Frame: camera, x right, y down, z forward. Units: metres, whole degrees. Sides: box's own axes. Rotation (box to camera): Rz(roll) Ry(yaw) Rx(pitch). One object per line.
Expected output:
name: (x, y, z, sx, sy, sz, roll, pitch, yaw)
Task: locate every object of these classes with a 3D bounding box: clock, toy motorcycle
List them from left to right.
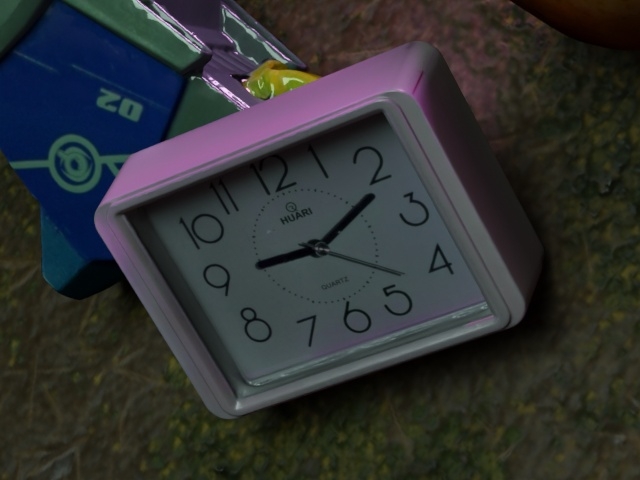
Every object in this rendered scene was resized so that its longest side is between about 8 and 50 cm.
toy motorcycle: (-0.133, -0.087, 1.161, 0.326, 0.191, 0.200, 43, 108, 19)
clock: (0.000, 0.000, 1.039, 0.197, 0.150, 0.063, -20, 22, 25)

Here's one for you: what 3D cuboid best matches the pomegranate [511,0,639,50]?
pomegranate: (0.152, -0.196, 0.977, 0.209, 0.209, 0.209, -12, 66, 30)
